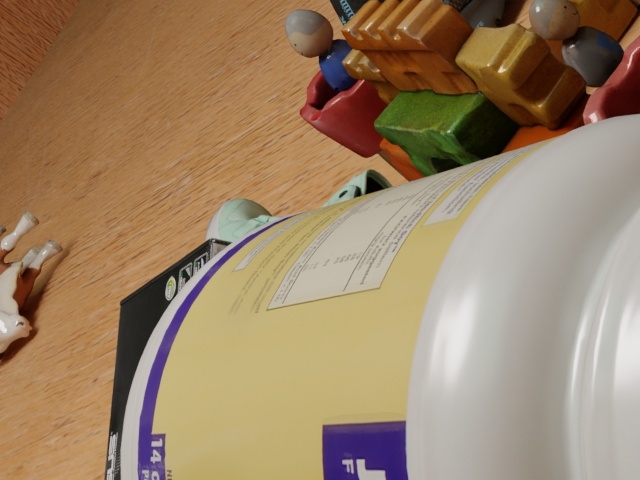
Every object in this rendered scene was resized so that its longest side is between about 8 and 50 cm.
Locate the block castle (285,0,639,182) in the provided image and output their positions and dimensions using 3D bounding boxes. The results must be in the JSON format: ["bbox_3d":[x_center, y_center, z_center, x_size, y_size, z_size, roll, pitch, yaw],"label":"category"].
[{"bbox_3d":[0.173,-0.146,0.815,0.303,0.213,0.453,-53,21,-8],"label":"block castle"}]

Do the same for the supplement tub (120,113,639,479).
[{"bbox_3d":[0.090,0.083,0.556,0.331,0.241,0.241,-15,40,57],"label":"supplement tub"}]

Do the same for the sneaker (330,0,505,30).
[{"bbox_3d":[0.140,-0.289,1.227,0.341,0.139,0.125,-56,20,-19],"label":"sneaker"}]

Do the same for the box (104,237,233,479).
[{"bbox_3d":[-0.109,0.114,1.057,0.184,0.045,0.191,-28,54,54],"label":"box"}]

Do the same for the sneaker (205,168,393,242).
[{"bbox_3d":[0.000,0.000,1.079,0.151,0.094,0.256,-52,30,12],"label":"sneaker"}]

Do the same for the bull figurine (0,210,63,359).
[{"bbox_3d":[-0.432,0.063,1.845,0.188,0.101,0.310,-53,23,-19],"label":"bull figurine"}]
